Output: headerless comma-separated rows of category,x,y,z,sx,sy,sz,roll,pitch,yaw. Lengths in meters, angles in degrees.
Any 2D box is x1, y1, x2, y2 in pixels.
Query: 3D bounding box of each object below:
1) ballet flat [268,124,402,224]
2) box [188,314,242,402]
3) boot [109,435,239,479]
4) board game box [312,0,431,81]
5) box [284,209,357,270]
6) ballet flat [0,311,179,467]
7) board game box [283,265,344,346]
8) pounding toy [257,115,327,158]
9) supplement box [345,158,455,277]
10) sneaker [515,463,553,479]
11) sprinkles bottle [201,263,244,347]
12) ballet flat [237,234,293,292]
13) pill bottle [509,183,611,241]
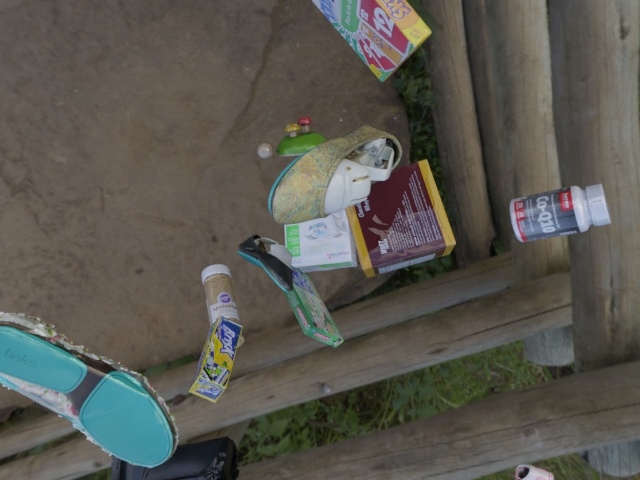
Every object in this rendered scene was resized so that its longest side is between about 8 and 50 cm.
ballet flat,0.049,-0.114,0.783,0.123,0.348,0.123,14,121,24
box,-0.206,0.232,0.932,0.059,0.168,0.054,29,120,-15
boot,-0.238,0.351,0.778,0.208,0.246,0.094,-14,144,9
board game box,0.017,-0.317,0.558,0.039,0.124,0.259,-41,97,-7
box,0.000,0.000,1.846,0.262,0.127,0.230,-7,74,14
ballet flat,-0.255,0.155,0.512,0.241,0.077,0.091,44,79,-15
board game box,-0.048,0.220,1.663,0.046,0.213,0.317,-38,53,10
pounding toy,-0.096,-0.356,1.588,0.237,0.183,0.110,-8,109,3
supplement box,0.162,-0.042,1.011,0.194,0.129,0.191,-17,76,6
sneaker,0.487,0.573,1.118,0.070,0.050,0.134,23,137,-1
sprinkles bottle,-0.403,0.270,1.909,0.121,0.121,0.355,-31,54,15
ballet flat,-0.142,0.047,1.305,0.096,0.281,0.095,-49,132,-10
pill bottle,0.813,-0.095,1.590,0.284,0.161,0.161,-13,103,34
